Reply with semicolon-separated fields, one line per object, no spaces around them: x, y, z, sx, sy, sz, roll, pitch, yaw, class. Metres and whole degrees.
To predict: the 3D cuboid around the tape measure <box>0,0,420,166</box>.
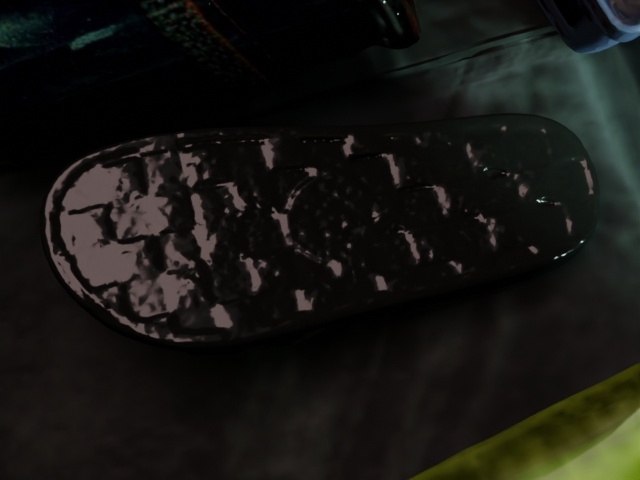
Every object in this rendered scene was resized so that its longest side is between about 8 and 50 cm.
-0.070;-0.134;0.604;0.202;0.135;0.223;-17;60;16;tape measure

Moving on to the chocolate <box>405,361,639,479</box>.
0.098;0.188;0.404;0.301;0.137;0.289;-25;63;-5;chocolate

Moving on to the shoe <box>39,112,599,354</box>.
0.000;0.000;0.573;0.179;0.049;0.071;-8;75;-11;shoe

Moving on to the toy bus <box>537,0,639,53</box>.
0.182;-0.179;0.560;0.292;0.133;0.125;-32;88;-2;toy bus
